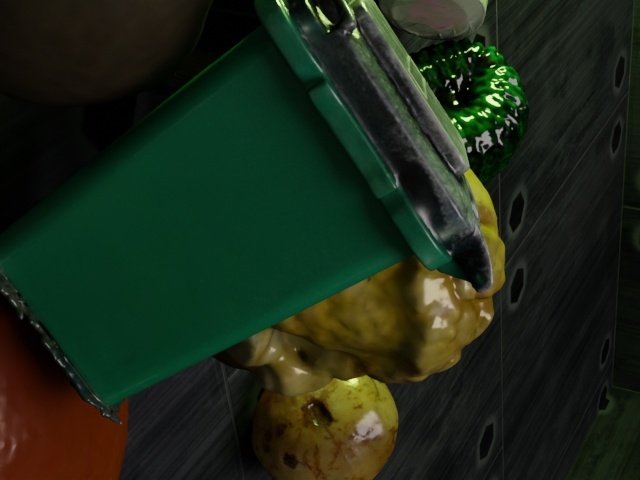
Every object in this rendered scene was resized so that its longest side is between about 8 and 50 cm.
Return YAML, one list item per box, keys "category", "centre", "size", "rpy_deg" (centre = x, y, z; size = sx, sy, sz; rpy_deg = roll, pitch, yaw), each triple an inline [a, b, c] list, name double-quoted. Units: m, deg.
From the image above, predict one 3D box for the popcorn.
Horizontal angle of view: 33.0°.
- category: "popcorn"
  centre: [0.018, -0.005, 1.261]
  size: [0.354, 0.390, 0.344]
  rpy_deg: [-57, 138, -64]

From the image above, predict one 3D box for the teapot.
- category: "teapot"
  centre: [0.156, -0.424, 1.653]
  size: [0.163, 0.222, 0.178]
  rpy_deg: [134, -28, -63]

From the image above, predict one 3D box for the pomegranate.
- category: "pomegranate"
  centre: [0.006, 0.268, 1.582]
  size: [0.215, 0.215, 0.215]
  rpy_deg: [-34, 130, -53]

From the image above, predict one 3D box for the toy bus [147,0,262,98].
- category: "toy bus"
  centre: [-0.063, -0.270, 1.191]
  size: [0.323, 0.162, 0.194]
  rpy_deg: [-50, 150, -59]

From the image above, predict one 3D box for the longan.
- category: "longan"
  centre: [-0.201, -0.250, 0.887]
  size: [0.297, 0.297, 0.297]
  rpy_deg: [-34, 130, -53]

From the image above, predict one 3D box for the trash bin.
- category: "trash bin"
  centre: [-0.063, -0.025, 0.959]
  size: [0.295, 0.381, 0.259]
  rpy_deg: [56, 13, -10]

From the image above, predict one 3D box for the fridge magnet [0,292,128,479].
- category: "fridge magnet"
  centre: [-0.316, 0.205, 0.983]
  size: [0.364, 0.155, 0.363]
  rpy_deg: [-33, 129, -53]

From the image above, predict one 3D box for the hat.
- category: "hat"
  centre: [0.177, -0.147, 1.732]
  size: [0.274, 0.242, 0.332]
  rpy_deg: [-17, 154, -13]
